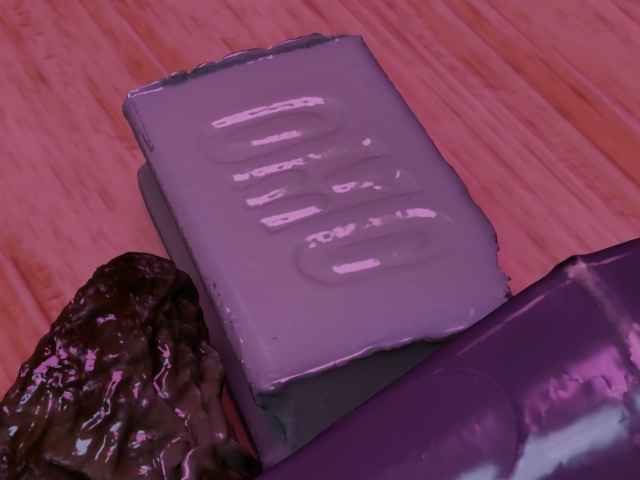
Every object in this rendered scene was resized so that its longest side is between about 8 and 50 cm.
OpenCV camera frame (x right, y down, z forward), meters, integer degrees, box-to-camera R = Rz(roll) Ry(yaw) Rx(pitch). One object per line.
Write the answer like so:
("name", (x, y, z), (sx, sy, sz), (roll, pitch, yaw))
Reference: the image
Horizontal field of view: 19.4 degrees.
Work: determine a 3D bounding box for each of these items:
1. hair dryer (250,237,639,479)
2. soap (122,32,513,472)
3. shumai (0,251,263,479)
("hair dryer", (0.101, 0.162, 0.533), (0.301, 0.121, 0.361), (-25, 48, -5))
("soap", (0.000, 0.000, 0.750), (0.115, 0.063, 0.198), (-17, 42, -12))
("shumai", (-0.061, 0.068, 0.671), (0.087, 0.099, 0.123), (27, 62, 11))
